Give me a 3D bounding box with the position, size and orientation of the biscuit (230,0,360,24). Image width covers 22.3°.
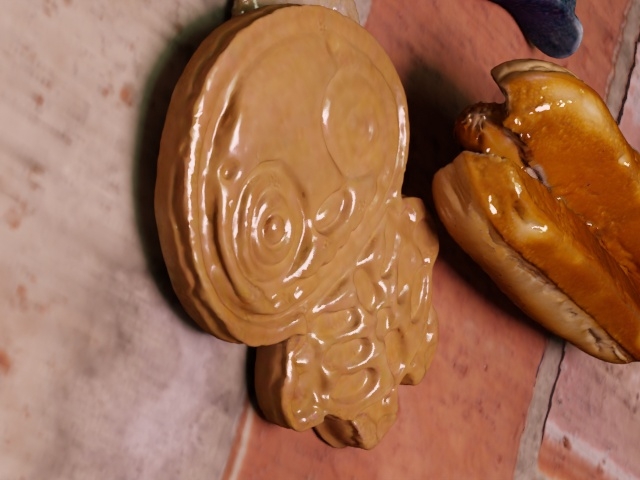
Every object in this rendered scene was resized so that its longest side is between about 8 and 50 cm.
[{"bbox_3d":[-0.013,-0.111,0.932,0.120,0.015,0.120,-7,98,-52],"label":"biscuit"}]

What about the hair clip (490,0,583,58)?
[{"bbox_3d":[0.092,-0.192,1.039,0.275,0.048,0.083,16,84,-51],"label":"hair clip"}]

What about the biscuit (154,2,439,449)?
[{"bbox_3d":[0.001,0.000,0.925,0.202,0.044,0.289,-49,131,-36],"label":"biscuit"}]

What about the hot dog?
[{"bbox_3d":[0.167,-0.009,1.096,0.337,0.100,0.135,36,75,-55],"label":"hot dog"}]
